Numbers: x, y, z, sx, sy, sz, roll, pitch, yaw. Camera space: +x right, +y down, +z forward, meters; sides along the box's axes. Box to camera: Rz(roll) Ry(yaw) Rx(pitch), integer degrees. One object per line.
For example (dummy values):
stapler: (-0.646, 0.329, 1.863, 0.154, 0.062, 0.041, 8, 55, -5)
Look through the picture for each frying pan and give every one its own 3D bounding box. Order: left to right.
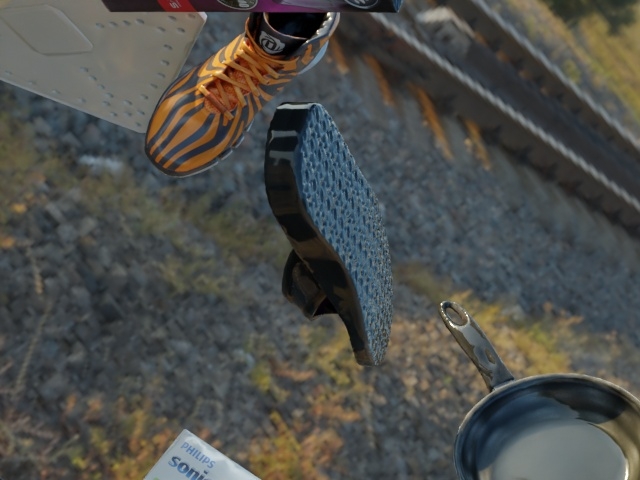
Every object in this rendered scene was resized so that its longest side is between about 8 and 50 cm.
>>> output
frying pan: (0.185, 0.186, 1.202, 0.326, 0.197, 0.053, 25, -38, 42)

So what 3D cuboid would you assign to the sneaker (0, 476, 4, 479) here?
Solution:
sneaker: (-0.432, 0.344, 1.441, 0.132, 0.228, 0.086, -20, 45, -29)

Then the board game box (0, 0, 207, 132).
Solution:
board game box: (-0.386, -0.319, 1.721, 0.390, 0.390, 0.050, 21, 65, -13)

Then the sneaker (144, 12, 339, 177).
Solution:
sneaker: (-0.100, -0.222, 1.525, 0.124, 0.321, 0.180, 42, -15, -1)

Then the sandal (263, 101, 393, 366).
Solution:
sandal: (0.000, -0.003, 1.378, 0.446, 0.107, 0.167, 64, 32, -52)

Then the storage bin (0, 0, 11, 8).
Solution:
storage bin: (-0.474, -0.388, 1.326, 0.260, 0.123, 0.262, -4, 82, -41)

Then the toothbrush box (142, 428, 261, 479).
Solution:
toothbrush box: (-0.084, 0.386, 1.491, 0.206, 0.122, 0.283, 27, -23, 34)

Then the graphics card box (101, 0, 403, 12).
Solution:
graphics card box: (-0.107, -0.333, 1.188, 0.233, 0.371, 0.094, 59, 45, -49)
